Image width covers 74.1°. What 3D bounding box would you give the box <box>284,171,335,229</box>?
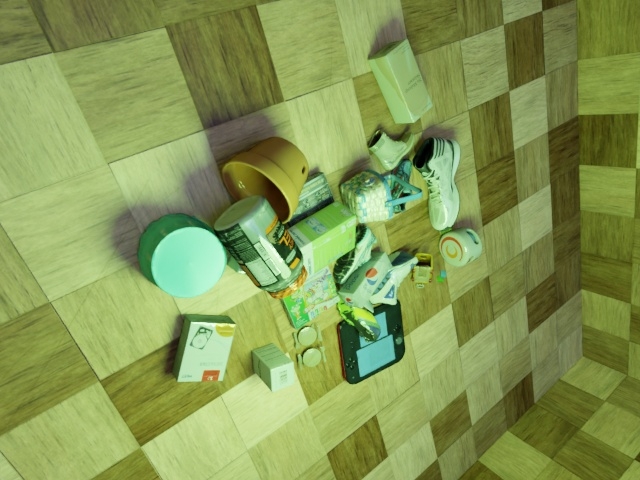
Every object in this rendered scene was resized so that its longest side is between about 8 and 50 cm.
[{"bbox_3d":[-0.057,-0.147,1.727,0.231,0.056,0.183,-34,118,-22],"label":"box"}]

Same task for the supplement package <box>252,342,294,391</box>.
[{"bbox_3d":[-0.195,0.517,1.736,0.105,0.179,0.105,-12,109,-30],"label":"supplement package"}]

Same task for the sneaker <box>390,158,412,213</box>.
[{"bbox_3d":[0.387,-0.244,1.950,0.104,0.125,0.262,12,96,-35],"label":"sneaker"}]

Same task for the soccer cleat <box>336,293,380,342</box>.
[{"bbox_3d":[0.177,0.346,1.979,0.289,0.093,0.121,51,38,-10],"label":"soccer cleat"}]

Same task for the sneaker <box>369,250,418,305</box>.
[{"bbox_3d":[0.334,0.202,2.046,0.315,0.127,0.182,-36,123,-13],"label":"sneaker"}]

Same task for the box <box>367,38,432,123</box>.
[{"bbox_3d":[0.344,-0.671,1.812,0.148,0.121,0.311,-44,122,-17],"label":"box"}]

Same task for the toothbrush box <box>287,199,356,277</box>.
[{"bbox_3d":[0.000,0.000,1.718,0.283,0.122,0.206,-33,146,-22],"label":"toothbrush box"}]

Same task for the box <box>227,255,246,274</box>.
[{"bbox_3d":[-0.282,0.074,1.610,0.087,0.102,0.101,21,90,-37],"label":"box"}]

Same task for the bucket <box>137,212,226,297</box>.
[{"bbox_3d":[-0.465,0.055,1.436,0.281,0.183,0.281,-9,107,-31],"label":"bucket"}]

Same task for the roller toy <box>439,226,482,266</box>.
[{"bbox_3d":[0.733,0.033,2.208,0.146,0.191,0.209,-19,112,-29],"label":"roller toy"}]

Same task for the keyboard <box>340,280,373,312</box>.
[{"bbox_3d":[0.170,0.254,1.980,0.256,0.014,0.072,39,37,-34],"label":"keyboard"}]

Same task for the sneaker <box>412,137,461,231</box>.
[{"bbox_3d":[0.521,-0.267,2.002,0.257,0.169,0.448,0,93,-38],"label":"sneaker"}]

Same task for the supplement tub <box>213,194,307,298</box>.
[{"bbox_3d":[-0.195,0.029,1.472,0.207,0.207,0.338,-42,119,-17],"label":"supplement tub"}]

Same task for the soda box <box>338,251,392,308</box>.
[{"bbox_3d":[0.206,0.172,1.912,0.286,0.098,0.091,-47,121,-33],"label":"soda box"}]

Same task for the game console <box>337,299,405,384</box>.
[{"bbox_3d":[0.261,0.504,2.106,0.386,0.060,0.342,-17,111,-29],"label":"game console"}]

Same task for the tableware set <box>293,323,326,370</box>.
[{"bbox_3d":[-0.052,0.473,1.907,0.128,0.039,0.194,-15,105,-17],"label":"tableware set"}]

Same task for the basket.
[{"bbox_3d":[0.251,-0.197,1.797,0.288,0.255,0.201,-16,118,-19],"label":"basket"}]

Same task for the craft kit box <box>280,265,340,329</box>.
[{"bbox_3d":[-0.055,0.218,1.828,0.249,0.061,0.247,-32,115,-23],"label":"craft kit box"}]

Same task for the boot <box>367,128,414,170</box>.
[{"bbox_3d":[0.315,-0.439,1.883,0.165,0.077,0.213,42,81,-32],"label":"boot"}]

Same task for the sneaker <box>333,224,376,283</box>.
[{"bbox_3d":[0.168,0.079,1.901,0.122,0.110,0.283,34,83,-34],"label":"sneaker"}]

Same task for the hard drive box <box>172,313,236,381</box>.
[{"bbox_3d":[-0.439,0.405,1.604,0.181,0.089,0.232,10,97,-34],"label":"hard drive box"}]

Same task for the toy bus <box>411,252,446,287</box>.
[{"bbox_3d":[0.516,0.143,2.145,0.191,0.202,0.104,28,56,-28],"label":"toy bus"}]

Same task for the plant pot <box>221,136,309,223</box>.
[{"bbox_3d":[-0.176,-0.230,1.514,0.291,0.290,0.203,54,55,-31],"label":"plant pot"}]
